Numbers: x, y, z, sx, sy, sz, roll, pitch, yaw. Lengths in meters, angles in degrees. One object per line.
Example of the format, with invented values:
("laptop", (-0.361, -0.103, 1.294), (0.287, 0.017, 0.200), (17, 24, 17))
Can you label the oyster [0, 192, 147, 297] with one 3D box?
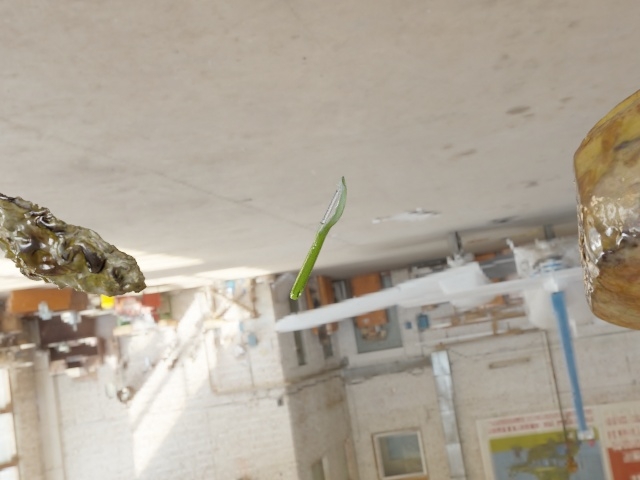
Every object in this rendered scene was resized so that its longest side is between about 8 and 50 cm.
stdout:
("oyster", (-0.236, 0.007, 0.686), (0.177, 0.056, 0.105), (27, 151, -30))

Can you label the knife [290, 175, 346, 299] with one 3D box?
("knife", (0.000, 0.000, 1.039), (0.026, 0.184, 0.022), (35, -161, 32))

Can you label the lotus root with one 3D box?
("lotus root", (0.374, -0.056, 0.802), (0.250, 0.316, 0.316), (-17, 171, 19))
